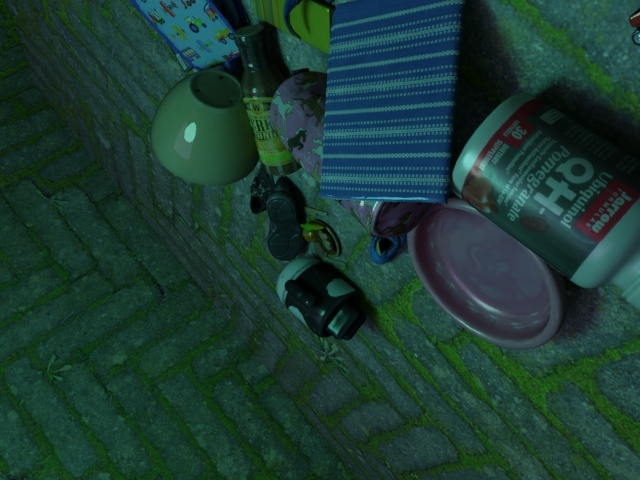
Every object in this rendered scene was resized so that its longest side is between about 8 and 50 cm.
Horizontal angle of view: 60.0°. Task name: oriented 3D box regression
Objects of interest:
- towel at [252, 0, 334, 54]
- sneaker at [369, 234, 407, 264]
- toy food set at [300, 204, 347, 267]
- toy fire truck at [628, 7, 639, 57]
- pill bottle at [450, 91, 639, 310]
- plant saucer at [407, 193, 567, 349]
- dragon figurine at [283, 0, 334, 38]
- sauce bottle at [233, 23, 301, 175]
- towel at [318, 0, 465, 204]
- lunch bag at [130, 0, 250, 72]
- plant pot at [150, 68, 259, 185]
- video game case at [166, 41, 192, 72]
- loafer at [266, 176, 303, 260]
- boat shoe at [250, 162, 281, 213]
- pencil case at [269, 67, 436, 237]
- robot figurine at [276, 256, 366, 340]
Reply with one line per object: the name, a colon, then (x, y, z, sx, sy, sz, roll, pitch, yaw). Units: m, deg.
towel: (-0.058, -0.459, 1.111, 0.237, 0.021, 0.102, 38, 153, 29)
sneaker: (0.142, 0.012, 1.278, 0.069, 0.082, 0.209, 47, 154, 9)
toy food set: (0.000, 0.000, 1.540, 0.132, 0.038, 0.192, 16, 135, 51)
toy fire truck: (0.411, -0.230, 0.585, 0.192, 0.047, 0.135, 59, 152, -11)
pill bottle: (0.352, -0.048, 0.754, 0.318, 0.176, 0.176, 42, 151, 23)
plant saucer: (0.313, 0.049, 1.038, 0.332, 0.084, 0.332, 39, 151, 27)
dragon figurine: (-0.017, -0.454, 0.940, 0.144, 0.085, 0.289, 51, 143, 31)
sauce bottle: (-0.123, -0.316, 1.282, 0.111, 0.111, 0.344, 27, 144, 42)
towel: (0.106, -0.227, 0.867, 0.243, 0.040, 0.336, 5, 91, 41)
lunch bag: (-0.286, -0.520, 1.280, 0.221, 0.138, 0.293, -4, 129, 45)
plant pot: (-0.267, -0.303, 1.362, 0.284, 0.284, 0.191, 48, 146, 12)
video game case: (-0.362, -0.576, 1.461, 0.274, 0.026, 0.196, -7, 116, 59)
loafer: (-0.100, -0.057, 1.605, 0.109, 0.095, 0.302, 4, 143, 2)
boat shoe: (-0.170, -0.148, 1.598, 0.080, 0.076, 0.228, 48, 153, 11)
pencil case: (0.058, -0.168, 1.029, 0.386, 0.160, 0.167, 51, 130, 34)
robot figurine: (-0.004, 0.169, 1.596, 0.278, 0.173, 0.209, 39, 148, 27)
